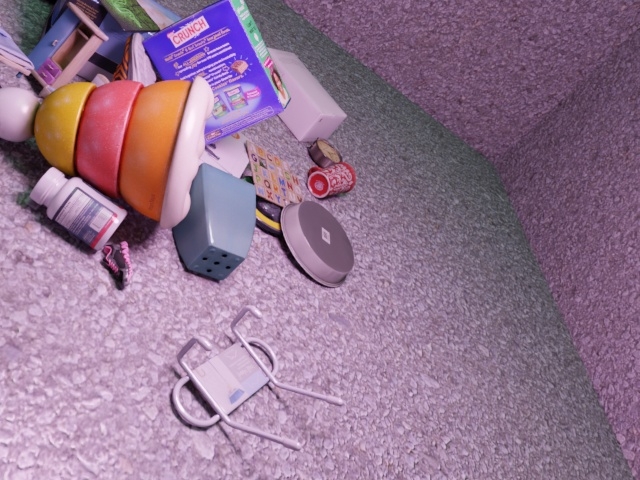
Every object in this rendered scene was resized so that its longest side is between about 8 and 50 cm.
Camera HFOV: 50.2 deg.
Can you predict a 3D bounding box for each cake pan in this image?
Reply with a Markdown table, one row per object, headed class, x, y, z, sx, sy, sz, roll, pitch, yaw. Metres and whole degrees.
| class | x | y | z | sx | sy | sz | roll | pitch | yaw |
| --- | --- | --- | --- | --- | --- | --- | --- | --- | --- |
| cake pan | 0.000 | 0.000 | 2.053 | 0.293 | 0.054 | 0.293 | 39 | 32 | -30 |

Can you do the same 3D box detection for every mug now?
| class | x | y | z | sx | sy | sz | roll | pitch | yaw |
| --- | --- | --- | --- | --- | --- | --- | --- | --- | --- |
| mug | 0.021 | -0.206 | 2.399 | 0.169 | 0.150 | 0.113 | -25 | 108 | -57 |

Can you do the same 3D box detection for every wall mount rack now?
| class | x | y | z | sx | sy | sz | roll | pitch | yaw |
| --- | --- | --- | --- | --- | --- | --- | --- | --- | --- |
| wall mount rack | -0.130 | 0.300 | 1.435 | 0.304 | 0.130 | 0.350 | 49 | 28 | 8 |

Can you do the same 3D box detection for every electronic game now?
| class | x | y | z | sx | sy | sz | roll | pitch | yaw |
| --- | --- | --- | --- | --- | --- | --- | --- | --- | --- |
| electronic game | -0.158 | -0.106 | 2.047 | 0.229 | 0.048 | 0.229 | 32 | 30 | -21 |

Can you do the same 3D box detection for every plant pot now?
| class | x | y | z | sx | sy | sz | roll | pitch | yaw |
| --- | --- | --- | --- | --- | --- | --- | --- | --- | --- |
| plant pot | -0.263 | -0.034 | 1.691 | 0.165 | 0.165 | 0.234 | 24 | 39 | -34 |

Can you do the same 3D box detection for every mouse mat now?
| class | x | y | z | sx | sy | sz | roll | pitch | yaw |
| --- | --- | --- | --- | --- | --- | --- | --- | --- | --- |
| mouse mat | -0.527 | -0.625 | 1.818 | 0.190 | 0.007 | 0.152 | 49 | 31 | 6 |

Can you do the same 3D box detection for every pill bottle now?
| class | x | y | z | sx | sy | sz | roll | pitch | yaw |
| --- | --- | --- | --- | --- | --- | --- | --- | --- | --- |
| pill bottle | -0.515 | -0.070 | 1.451 | 0.180 | 0.108 | 0.108 | 37 | 28 | -14 |

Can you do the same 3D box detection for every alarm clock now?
| class | x | y | z | sx | sy | sz | roll | pitch | yaw |
| --- | --- | --- | --- | --- | --- | --- | --- | --- | --- |
| alarm clock | 0.031 | -0.305 | 2.560 | 0.192 | 0.064 | 0.129 | 44 | 27 | 5 |

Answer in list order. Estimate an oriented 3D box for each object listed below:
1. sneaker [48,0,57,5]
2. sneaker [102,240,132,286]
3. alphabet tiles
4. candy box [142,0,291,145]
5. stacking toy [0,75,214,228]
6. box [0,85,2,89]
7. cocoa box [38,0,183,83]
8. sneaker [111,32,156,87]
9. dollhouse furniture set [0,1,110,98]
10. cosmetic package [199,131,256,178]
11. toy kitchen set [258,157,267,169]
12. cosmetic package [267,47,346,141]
| class | x | y | z | sx | sy | sz | roll | pitch | yaw |
| --- | --- | --- | --- | --- | --- | --- | --- | --- | --- |
| sneaker | -0.705 | -0.688 | 2.050 | 0.293 | 0.102 | 0.146 | 30 | 45 | -1 |
| sneaker | -0.438 | 0.051 | 1.467 | 0.057 | 0.047 | 0.119 | 2 | 43 | -30 |
| alphabet tiles | -0.133 | -0.185 | 2.094 | 0.237 | 0.009 | 0.198 | 24 | 44 | -49 |
| candy box | -0.270 | -0.453 | 1.822 | 0.122 | 0.268 | 0.317 | -79 | 146 | -60 |
| stacking toy | -0.497 | -0.243 | 1.505 | 0.479 | 0.351 | 0.351 | 14 | 35 | -11 |
| box | -0.808 | -0.364 | 1.492 | 0.180 | 0.077 | 0.147 | 53 | 29 | 17 |
| cocoa box | -0.578 | -0.580 | 1.938 | 0.347 | 0.228 | 0.231 | 26 | 33 | -31 |
| sneaker | -0.525 | -0.388 | 1.745 | 0.125 | 0.180 | 0.321 | 64 | 19 | -60 |
| dollhouse furniture set | -0.659 | -0.471 | 1.584 | 0.286 | 0.198 | 0.303 | 45 | 7 | 22 |
| cosmetic package | -0.353 | -0.261 | 1.951 | 0.284 | 0.097 | 0.377 | 40 | 27 | -15 |
| toy kitchen set | -0.162 | -0.237 | 2.199 | 0.083 | 0.068 | 0.075 | 5 | 47 | -51 |
| cosmetic package | -0.092 | -0.563 | 2.652 | 0.366 | 0.155 | 0.197 | 54 | 29 | 17 |
